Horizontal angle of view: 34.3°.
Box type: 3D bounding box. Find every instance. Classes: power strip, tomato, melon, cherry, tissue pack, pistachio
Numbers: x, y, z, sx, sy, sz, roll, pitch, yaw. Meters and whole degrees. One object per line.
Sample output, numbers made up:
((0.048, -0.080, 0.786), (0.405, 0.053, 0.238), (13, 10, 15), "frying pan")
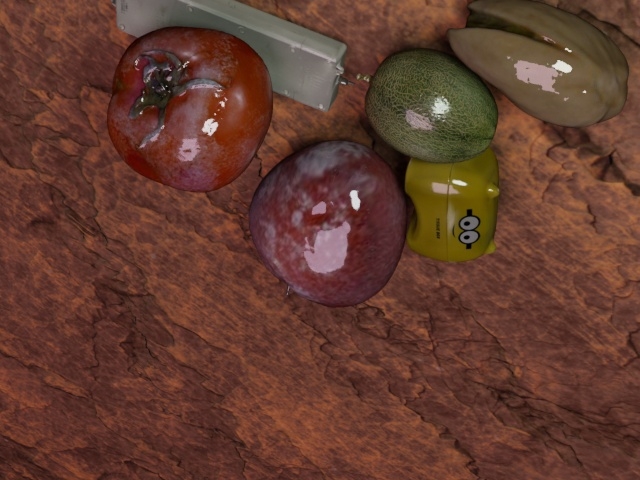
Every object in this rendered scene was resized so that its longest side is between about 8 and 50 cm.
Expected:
((-0.121, -0.280, 1.439), (0.367, 0.043, 0.106), (23, 143, 8), "power strip")
((-0.169, -0.171, 1.391), (0.232, 0.232, 0.188), (5, 175, 27), "tomato")
((0.135, -0.174, 1.325), (0.192, 0.139, 0.139), (25, 141, 3), "melon")
((0.011, -0.022, 1.509), (0.236, 0.213, 0.285), (31, 126, 2), "cherry")
((0.187, -0.057, 1.432), (0.127, 0.123, 0.178), (8, 138, 13), "tissue pack")
((0.258, -0.213, 1.225), (0.226, 0.136, 0.136), (30, 142, 9), "pistachio")
